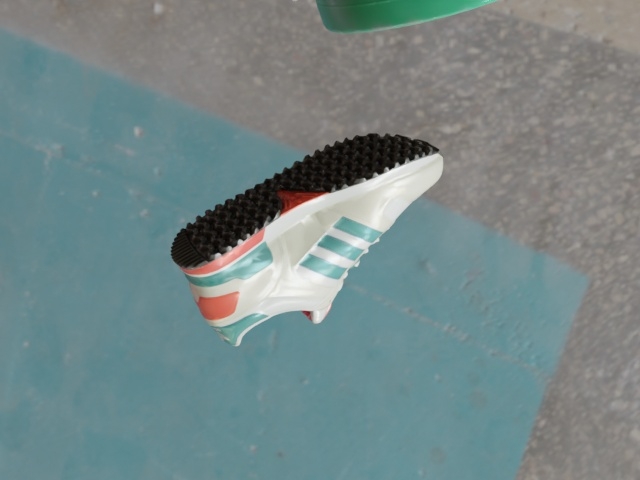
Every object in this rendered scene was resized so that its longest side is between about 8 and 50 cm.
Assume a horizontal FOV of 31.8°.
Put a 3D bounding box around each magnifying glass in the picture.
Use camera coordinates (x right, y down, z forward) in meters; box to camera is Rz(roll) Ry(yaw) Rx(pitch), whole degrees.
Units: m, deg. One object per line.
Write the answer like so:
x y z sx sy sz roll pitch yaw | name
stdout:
0.018 -0.109 0.450 0.231 0.092 0.026 29 141 63 | magnifying glass

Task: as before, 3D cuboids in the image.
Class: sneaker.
0.000 0.000 0.616 0.057 0.161 0.075 35 147 54 | sneaker
